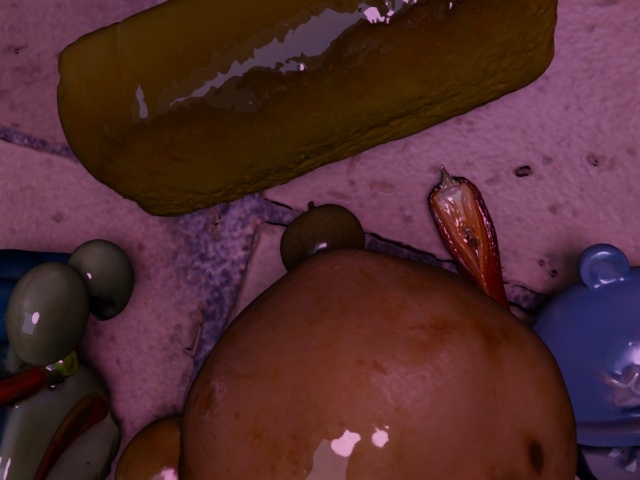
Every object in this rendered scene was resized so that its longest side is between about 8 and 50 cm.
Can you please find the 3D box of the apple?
[{"bbox_3d":[-0.130,0.219,0.595,0.114,0.099,0.102,24,101,7],"label":"apple"}]

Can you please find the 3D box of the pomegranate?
[{"bbox_3d":[0.033,0.146,0.454,0.307,0.307,0.307,2,101,8],"label":"pomegranate"}]

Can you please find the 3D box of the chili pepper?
[{"bbox_3d":[0.135,0.017,0.551,0.045,0.027,0.178,-22,96,16],"label":"chili pepper"}]

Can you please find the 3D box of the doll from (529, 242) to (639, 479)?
[{"bbox_3d":[0.261,0.146,0.500,0.177,0.141,0.314,-21,100,16],"label":"doll"}]

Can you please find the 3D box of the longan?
[{"bbox_3d":[0.000,0.000,0.554,0.075,0.075,0.083,-30,54,13],"label":"longan"}]

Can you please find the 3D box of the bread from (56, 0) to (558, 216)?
[{"bbox_3d":[-0.013,-0.122,0.479,0.383,0.112,0.166,-18,130,12],"label":"bread"}]

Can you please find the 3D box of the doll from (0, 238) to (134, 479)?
[{"bbox_3d":[-0.266,0.145,0.549,0.186,0.198,0.322,13,102,6],"label":"doll"}]
